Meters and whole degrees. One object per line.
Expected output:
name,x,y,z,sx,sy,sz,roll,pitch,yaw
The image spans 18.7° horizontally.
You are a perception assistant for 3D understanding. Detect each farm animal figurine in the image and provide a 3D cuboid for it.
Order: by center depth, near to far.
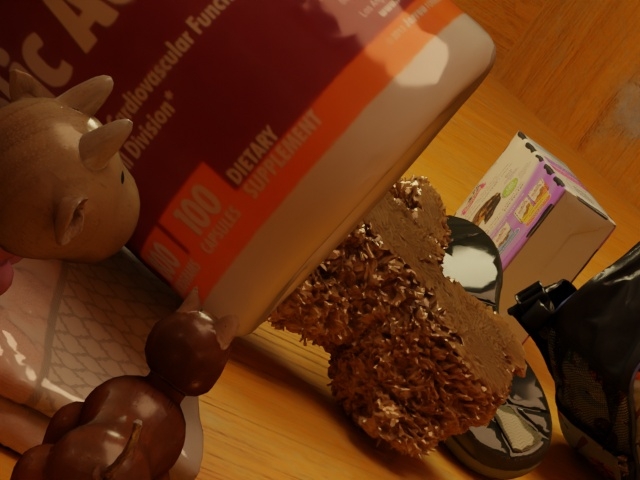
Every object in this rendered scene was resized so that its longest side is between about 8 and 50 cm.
farm animal figurine,-0.173,-0.026,0.791,0.330,0.172,0.327,50,24,22

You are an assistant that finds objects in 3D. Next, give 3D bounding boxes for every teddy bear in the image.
teddy bear,0.000,0.000,1.371,0.338,0.113,0.245,46,30,-17

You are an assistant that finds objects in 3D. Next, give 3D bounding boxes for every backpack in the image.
backpack,0.319,0.105,1.638,0.213,0.276,0.263,52,-16,29

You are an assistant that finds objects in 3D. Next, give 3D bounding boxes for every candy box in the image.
candy box,0.195,-0.001,1.935,0.070,0.165,0.196,33,13,-18

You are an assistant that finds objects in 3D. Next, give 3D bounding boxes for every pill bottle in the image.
pill bottle,-0.116,-0.153,1.072,0.392,0.224,0.224,42,12,3

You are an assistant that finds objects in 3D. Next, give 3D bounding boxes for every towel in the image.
towel,-0.194,-0.022,1.058,0.317,0.053,0.332,34,20,-17

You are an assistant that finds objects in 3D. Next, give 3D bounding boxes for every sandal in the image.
sandal,0.094,0.081,1.542,0.120,0.086,0.303,4,42,-17
